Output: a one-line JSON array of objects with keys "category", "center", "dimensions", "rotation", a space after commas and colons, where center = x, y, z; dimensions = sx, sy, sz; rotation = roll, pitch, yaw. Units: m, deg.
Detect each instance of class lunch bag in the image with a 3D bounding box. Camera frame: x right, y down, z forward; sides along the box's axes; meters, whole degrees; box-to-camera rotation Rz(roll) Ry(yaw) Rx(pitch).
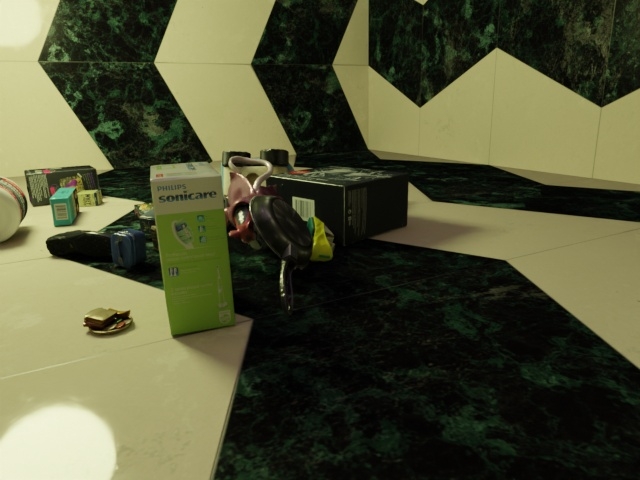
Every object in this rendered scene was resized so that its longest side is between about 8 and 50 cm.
[{"category": "lunch bag", "center": [-0.491, 0.017, 1.228], "dimensions": [0.067, 0.098, 0.065], "rotation": [10, 22, 19]}]

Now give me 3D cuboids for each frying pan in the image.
[{"category": "frying pan", "center": [-0.088, -0.001, 1.031], "dimensions": [0.053, 0.197, 0.326], "rotation": [-36, 15, 19]}]

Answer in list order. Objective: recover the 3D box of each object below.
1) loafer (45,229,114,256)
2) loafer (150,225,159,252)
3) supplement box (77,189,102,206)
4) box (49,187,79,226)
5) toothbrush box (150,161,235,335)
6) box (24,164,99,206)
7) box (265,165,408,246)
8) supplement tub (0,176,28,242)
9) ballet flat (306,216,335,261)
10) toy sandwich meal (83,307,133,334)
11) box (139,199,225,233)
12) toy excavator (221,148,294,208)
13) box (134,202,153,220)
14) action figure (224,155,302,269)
[{"category": "loafer", "center": [-0.649, 0.001, 1.335], "dimensions": [0.223, 0.076, 0.078], "rotation": [-1, 23, 14]}, {"category": "loafer", "center": [-0.376, -0.002, 1.280], "dimensions": [0.092, 0.101, 0.268], "rotation": [-19, 22, -31]}, {"category": "supplement box", "center": [-0.972, -0.178, 2.025], "dimensions": [0.083, 0.056, 0.083], "rotation": [-4, 16, -9]}, {"category": "box", "center": [-0.936, -0.128, 1.770], "dimensions": [0.060, 0.100, 0.244], "rotation": [-6, 17, -19]}, {"category": "toothbrush box", "center": [-0.246, 0.004, 0.919], "dimensions": [0.122, 0.283, 0.206], "rotation": [-6, 18, -18]}, {"category": "box", "center": [-1.136, -0.247, 2.123], "dimensions": [0.270, 0.143, 0.165], "rotation": [-11, 19, -33]}, {"category": "box", "center": [0.052, -0.127, 1.538], "dimensions": [0.343, 0.178, 0.313], "rotation": [14, 21, 42]}, {"category": "supplement tub", "center": [-1.048, -0.103, 1.531], "dimensions": [0.191, 0.191, 0.272], "rotation": [-8, 18, -23]}, {"category": "ballet flat", "center": [0.000, 0.000, 1.307], "dimensions": [0.077, 0.077, 0.231], "rotation": [11, 21, -6]}, {"category": "toy sandwich meal", "center": [-0.392, 0.146, 0.893], "dimensions": [0.086, 0.029, 0.085], "rotation": [-1, 16, 0]}, {"category": "box", "center": [-0.437, -0.081, 1.551], "dimensions": [0.183, 0.059, 0.232], "rotation": [8, 26, 12]}, {"category": "toy excavator", "center": [-0.297, -0.224, 1.942], "dimensions": [0.433, 0.222, 0.445], "rotation": [0, 2, 6]}, {"category": "box", "center": [-0.570, -0.098, 1.733], "dimensions": [0.159, 0.044, 0.233], "rotation": [-9, 18, -26]}, {"category": "action figure", "center": [-0.153, -0.075, 1.228], "dimensions": [0.248, 0.275, 0.370], "rotation": [3, 9, 0]}]
